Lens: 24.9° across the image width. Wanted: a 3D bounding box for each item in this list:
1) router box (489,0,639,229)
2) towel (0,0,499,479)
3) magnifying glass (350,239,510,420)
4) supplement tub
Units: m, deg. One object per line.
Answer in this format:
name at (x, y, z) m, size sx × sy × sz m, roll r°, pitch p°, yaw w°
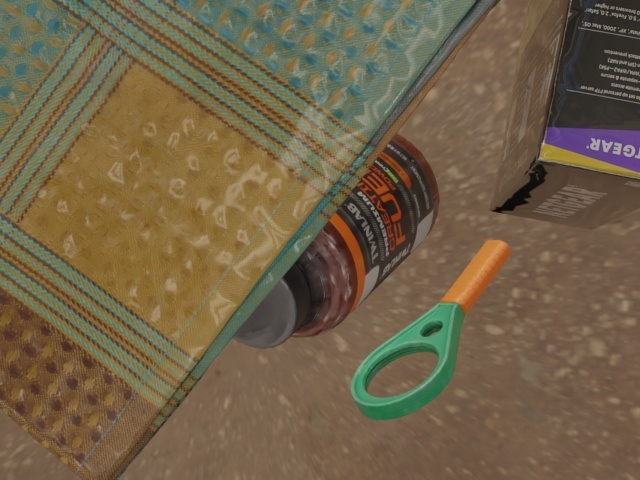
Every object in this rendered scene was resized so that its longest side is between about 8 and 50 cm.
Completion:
router box at (0.176, -0.141, 0.894) m, size 0.081 × 0.309 × 0.243 m, roll 11°, pitch 87°, yaw 2°
towel at (-0.108, -0.083, 0.805) m, size 0.271 × 0.040 × 0.370 m, roll 39°, pitch 98°, yaw 7°
magnifying glass at (0.107, 0.078, 1.317) m, size 0.231 × 0.092 × 0.026 m, roll -47°, pitch 122°, yaw -36°
supplement tub at (0.000, 0.000, 1.012) m, size 0.106 × 0.198 × 0.106 m, roll 14°, pitch 122°, yaw 24°
